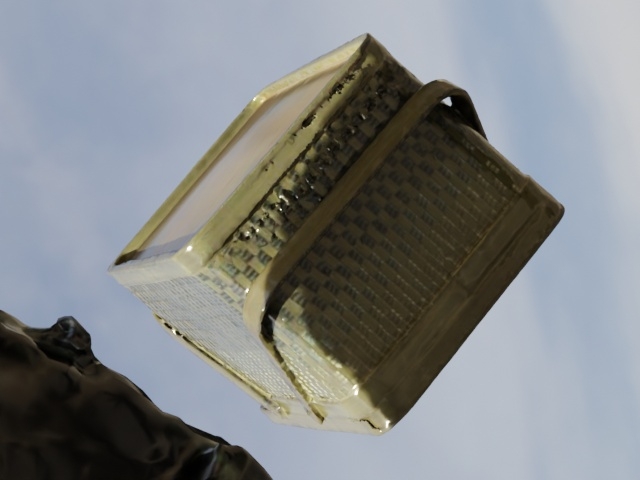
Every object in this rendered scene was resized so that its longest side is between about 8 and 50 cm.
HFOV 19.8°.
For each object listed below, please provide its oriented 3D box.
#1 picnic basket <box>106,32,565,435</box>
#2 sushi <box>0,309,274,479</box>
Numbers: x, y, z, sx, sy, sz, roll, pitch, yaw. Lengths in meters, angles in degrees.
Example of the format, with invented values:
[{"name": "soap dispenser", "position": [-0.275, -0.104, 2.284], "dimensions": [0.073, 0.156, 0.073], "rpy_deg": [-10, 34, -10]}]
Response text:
[{"name": "picnic basket", "position": [0.000, 0.000, 1.008], "dimensions": [0.139, 0.266, 0.165], "rpy_deg": [42, -103, -9]}, {"name": "sushi", "position": [-0.082, 0.182, 0.668], "dimensions": [0.350, 0.211, 0.171], "rpy_deg": [51, -135, -26]}]
